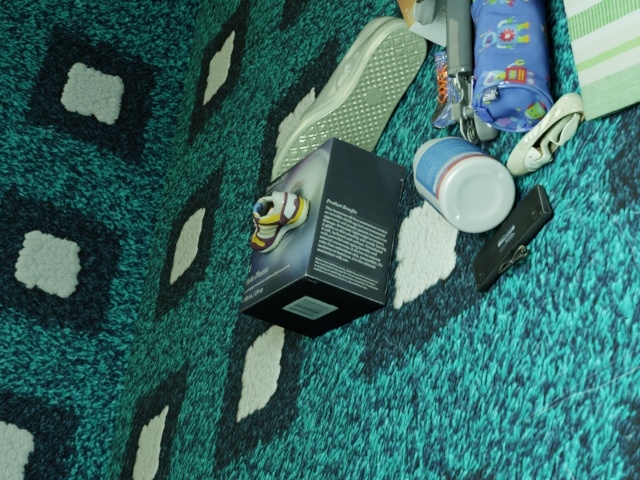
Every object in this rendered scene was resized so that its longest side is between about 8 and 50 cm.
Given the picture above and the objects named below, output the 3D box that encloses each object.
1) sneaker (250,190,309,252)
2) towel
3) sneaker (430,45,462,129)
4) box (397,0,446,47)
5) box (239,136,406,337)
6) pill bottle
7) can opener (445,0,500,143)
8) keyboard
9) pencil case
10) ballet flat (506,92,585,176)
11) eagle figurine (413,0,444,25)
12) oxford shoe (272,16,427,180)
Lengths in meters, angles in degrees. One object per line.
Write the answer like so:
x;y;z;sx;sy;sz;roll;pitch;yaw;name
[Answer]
-0.098;-0.041;2.110;0.185;0.084;0.070;-40;36;46;sneaker
0.418;-0.349;1.557;0.248;0.038;0.325;162;99;-66;towel
0.237;-0.305;2.040;0.083;0.087;0.221;1;72;68;sneaker
0.227;-0.481;2.211;0.130;0.091;0.170;-57;25;28;box
0.000;0.000;2.203;0.296;0.182;0.294;-31;42;56;box
0.222;-0.100;1.837;0.124;0.124;0.221;-64;18;12;pill bottle
0.269;-0.302;1.943;0.095;0.076;0.283;-7;76;30;can opener
0.293;0.007;1.728;0.180;0.023;0.108;-55;20;33;keyboard
0.305;-0.312;1.836;0.133;0.119;0.306;-8;53;18;pencil case
0.341;-0.150;1.710;0.168;0.057;0.052;-56;35;31;ballet flat
0.200;-0.517;1.958;0.298;0.225;0.226;-4;79;56;eagle figurine
0.056;-0.274;2.336;0.449;0.169;0.130;-54;29;18;oxford shoe
